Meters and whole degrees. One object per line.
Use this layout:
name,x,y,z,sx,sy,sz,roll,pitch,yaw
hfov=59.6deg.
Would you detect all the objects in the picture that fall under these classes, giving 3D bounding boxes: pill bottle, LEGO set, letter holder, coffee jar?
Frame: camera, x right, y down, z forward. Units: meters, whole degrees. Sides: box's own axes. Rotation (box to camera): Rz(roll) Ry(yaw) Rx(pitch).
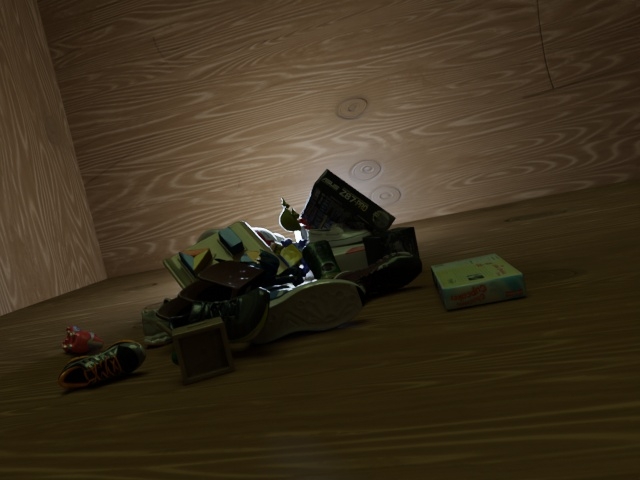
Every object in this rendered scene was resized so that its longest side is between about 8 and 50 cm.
pill bottle,-0.321,0.060,2.398,0.229,0.228,0.408,-8,-3,35
LEGO set,-0.242,0.132,2.139,0.287,0.132,0.107,-34,9,7
letter holder,-0.309,0.146,1.592,0.215,0.151,0.302,18,8,6
coffee jar,0.015,0.093,1.783,0.096,0.184,0.079,-15,-34,-16

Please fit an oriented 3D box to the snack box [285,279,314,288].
snack box,-0.083,0.172,1.866,0.100,0.037,0.141,-12,7,17

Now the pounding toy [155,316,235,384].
pounding toy,-0.275,0.230,1.219,0.141,0.130,0.100,-14,6,-14

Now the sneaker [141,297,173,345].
sneaker,-0.410,0.220,1.663,0.099,0.120,0.263,-7,7,43

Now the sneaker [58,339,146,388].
sneaker,-0.516,0.302,1.321,0.215,0.084,0.083,-21,8,5

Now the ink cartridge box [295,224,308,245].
ink cartridge box,0.000,0.000,2.601,0.198,0.197,0.270,-13,6,-8

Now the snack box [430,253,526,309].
snack box,0.395,0.100,1.443,0.187,0.060,0.322,-12,5,8

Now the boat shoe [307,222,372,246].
boat shoe,0.063,-0.025,2.063,0.258,0.084,0.095,-9,6,24

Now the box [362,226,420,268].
box,0.236,0.047,1.832,0.158,0.155,0.093,-16,8,-32

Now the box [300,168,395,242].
box,0.091,-0.085,2.192,0.097,0.318,0.395,-51,-3,-20

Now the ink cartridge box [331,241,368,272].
ink cartridge box,0.081,0.082,2.009,0.208,0.117,0.283,-13,6,-7

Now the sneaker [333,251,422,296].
sneaker,0.154,0.125,1.597,0.282,0.106,0.162,-21,8,17

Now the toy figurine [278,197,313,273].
toy figurine,-0.125,0.027,2.320,0.217,0.362,0.191,-40,-25,-10

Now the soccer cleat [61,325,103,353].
soccer cleat,-0.749,0.316,1.751,0.095,0.082,0.248,18,-15,-27

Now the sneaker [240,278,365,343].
sneaker,-0.053,0.156,1.460,0.323,0.130,0.236,-19,12,1

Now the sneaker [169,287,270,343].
sneaker,-0.237,0.184,1.306,0.300,0.111,0.121,-30,-47,29

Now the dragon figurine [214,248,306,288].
dragon figurine,-0.181,0.087,1.780,0.144,0.289,0.085,-52,11,22

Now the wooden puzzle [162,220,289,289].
wooden puzzle,-0.323,0.077,1.923,0.348,0.080,0.322,-28,52,-26
